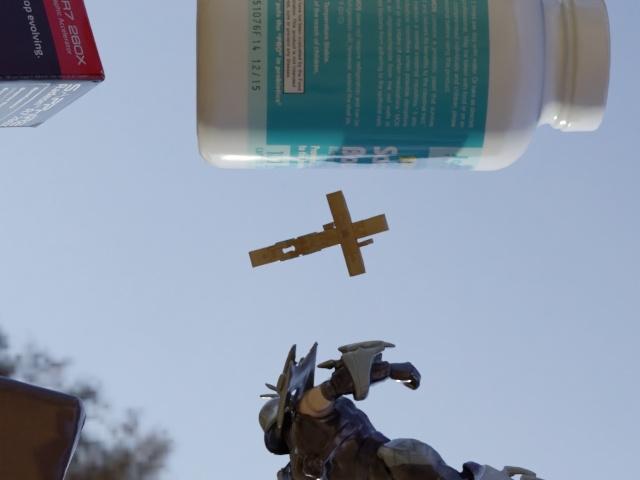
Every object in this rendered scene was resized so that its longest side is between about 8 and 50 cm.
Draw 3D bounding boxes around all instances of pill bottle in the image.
[{"bbox_3d":[0.051,-0.118,1.187,0.146,0.264,0.146,-179,-90,-88],"label":"pill bottle"}]

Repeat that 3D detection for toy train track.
[{"bbox_3d":[0.000,0.000,1.010,0.083,0.014,0.048,-16,-89,21],"label":"toy train track"}]

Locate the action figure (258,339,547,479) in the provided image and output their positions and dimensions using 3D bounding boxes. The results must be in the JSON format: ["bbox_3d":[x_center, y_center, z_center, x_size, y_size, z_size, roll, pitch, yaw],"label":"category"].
[{"bbox_3d":[0.060,0.175,1.354,0.285,0.099,0.185,24,-41,34],"label":"action figure"}]

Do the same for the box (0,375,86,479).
[{"bbox_3d":[-0.284,0.101,0.575,0.143,0.381,0.191,130,-27,-64],"label":"box"}]

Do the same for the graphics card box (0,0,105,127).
[{"bbox_3d":[-0.315,-0.179,1.048,0.094,0.371,0.232,-25,-104,44],"label":"graphics card box"}]
